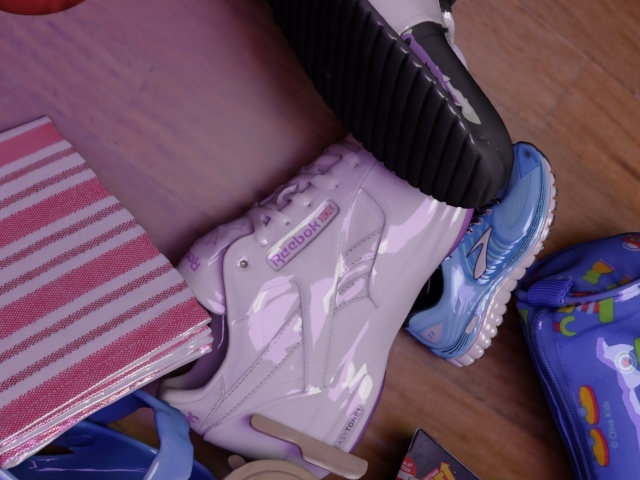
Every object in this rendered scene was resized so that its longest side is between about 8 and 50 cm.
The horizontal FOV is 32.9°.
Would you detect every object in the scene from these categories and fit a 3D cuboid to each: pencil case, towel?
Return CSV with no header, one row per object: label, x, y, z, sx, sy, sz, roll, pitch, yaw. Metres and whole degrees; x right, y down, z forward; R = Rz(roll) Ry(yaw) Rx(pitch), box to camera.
pencil case,0.225,0.149,0.754,0.133,0.119,0.306,-22,99,-33
towel,-0.172,0.021,0.629,0.144,0.029,0.197,-29,65,-28

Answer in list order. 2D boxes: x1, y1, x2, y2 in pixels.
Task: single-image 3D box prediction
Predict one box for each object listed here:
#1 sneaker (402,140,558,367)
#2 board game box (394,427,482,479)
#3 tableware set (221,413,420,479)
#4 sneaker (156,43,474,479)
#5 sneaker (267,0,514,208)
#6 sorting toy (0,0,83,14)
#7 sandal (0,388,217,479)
sneaker,0.105,0.003,0.743,0.073,0.063,0.162,25,88,-12
board game box,0.084,0.233,0.709,0.194,0.060,0.194,-35,59,0
tableware set,0.019,0.197,0.646,0.194,0.039,0.128,26,51,-7
sneaker,0.000,0.000,0.688,0.152,0.114,0.305,24,89,-16
sneaker,0.034,-0.174,0.634,0.146,0.122,0.330,-30,74,-17
sorting toy,-0.252,-0.107,0.611,0.127,0.126,0.365,44,83,-14
sandal,-0.198,0.145,0.628,0.317,0.126,0.138,-2,138,-20
